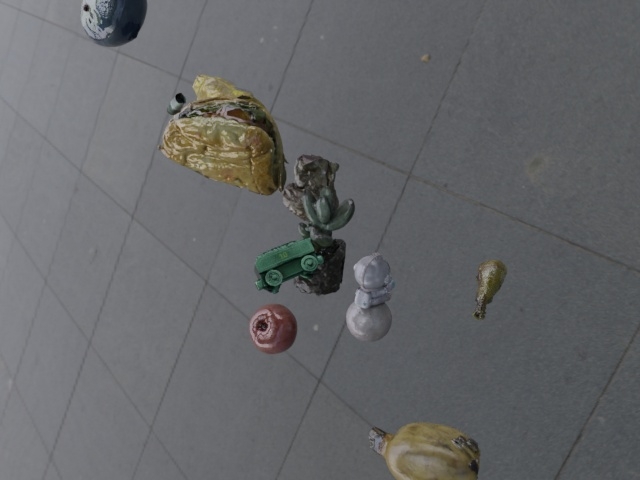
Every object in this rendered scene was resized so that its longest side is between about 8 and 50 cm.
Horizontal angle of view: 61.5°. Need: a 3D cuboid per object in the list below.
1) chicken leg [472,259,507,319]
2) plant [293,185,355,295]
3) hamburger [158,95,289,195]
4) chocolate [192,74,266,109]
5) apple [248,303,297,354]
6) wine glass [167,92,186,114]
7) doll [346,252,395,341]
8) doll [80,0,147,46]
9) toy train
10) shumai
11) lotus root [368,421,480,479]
[{"bbox_3d":[0.413,0.124,1.338,0.070,0.093,0.178,20,54,11],"label":"chicken leg"},{"bbox_3d":[-0.002,0.001,1.349,0.149,0.147,0.274,-86,3,-61],"label":"plant"},{"bbox_3d":[-0.205,-0.252,1.319,0.209,0.330,0.162,-48,24,51],"label":"hamburger"},{"bbox_3d":[-0.299,-0.417,1.617,0.162,0.162,0.445,-61,38,16],"label":"chocolate"},{"bbox_3d":[-0.142,0.260,1.594,0.154,0.120,0.153,-12,68,32],"label":"apple"},{"bbox_3d":[-0.394,-0.375,1.478,0.083,0.042,0.038,-12,103,61],"label":"wine glass"},{"bbox_3d":[0.150,0.168,1.627,0.151,0.151,0.287,29,129,42],"label":"doll"},{"bbox_3d":[-0.490,-0.576,1.253,0.228,0.154,0.258,-24,59,41],"label":"doll"},{"bbox_3d":[-0.079,0.057,1.259,0.099,0.172,0.070,63,162,16],"label":"toy train"},{"bbox_3d":[0.003,-0.151,1.589,0.185,0.218,0.184,-49,50,16],"label":"shumai"},{"bbox_3d":[0.263,0.564,1.414,0.310,0.183,0.182,5,86,28],"label":"lotus root"}]
